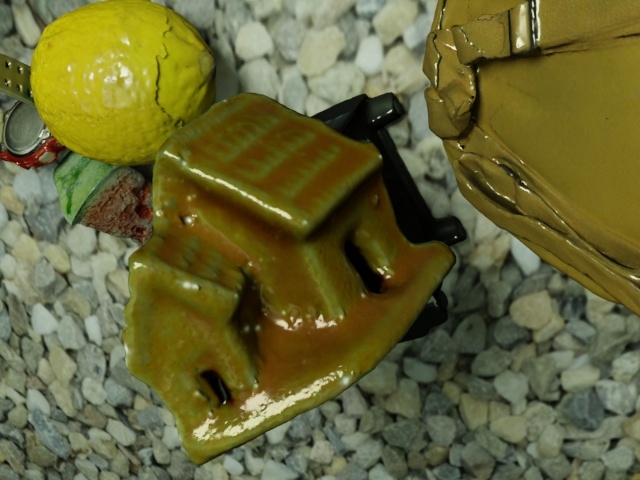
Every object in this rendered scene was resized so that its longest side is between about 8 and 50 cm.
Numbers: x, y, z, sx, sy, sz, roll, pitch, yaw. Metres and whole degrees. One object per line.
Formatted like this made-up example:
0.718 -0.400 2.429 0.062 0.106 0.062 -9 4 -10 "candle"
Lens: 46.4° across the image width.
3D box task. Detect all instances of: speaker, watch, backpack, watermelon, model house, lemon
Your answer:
0.000 0.000 0.823 0.254 0.184 0.232 -20 112 28 "speaker"
-0.399 -0.161 0.815 0.164 0.102 0.268 -15 159 34 "watch"
0.247 -0.121 0.582 0.378 0.201 0.354 37 136 44 "backpack"
-0.249 -0.051 0.918 0.098 0.121 0.158 -39 108 10 "watermelon"
-0.051 0.011 0.617 0.173 0.268 0.239 -12 115 43 "model house"
-0.206 -0.165 0.789 0.193 0.180 0.181 -12 121 -11 "lemon"
